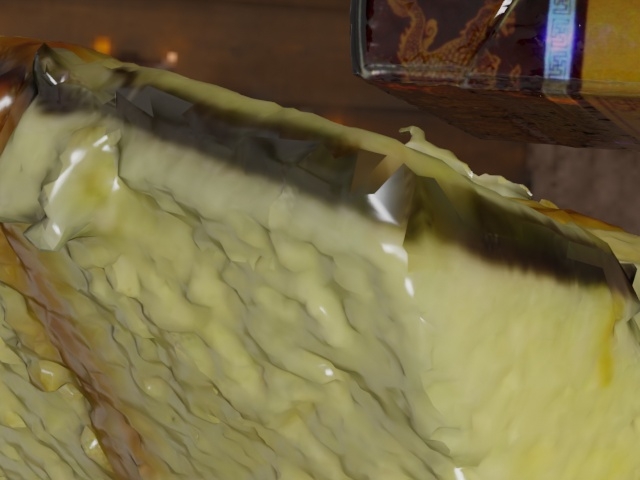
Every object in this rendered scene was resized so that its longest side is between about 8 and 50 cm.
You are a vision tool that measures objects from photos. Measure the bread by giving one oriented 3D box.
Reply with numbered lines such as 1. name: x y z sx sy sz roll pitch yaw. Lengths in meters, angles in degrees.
1. bread: 0.000 0.000 0.519 0.263 0.198 0.236 17 151 41

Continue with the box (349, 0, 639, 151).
1. box: 0.249 -0.112 1.084 0.264 0.415 0.116 11 -95 -69
